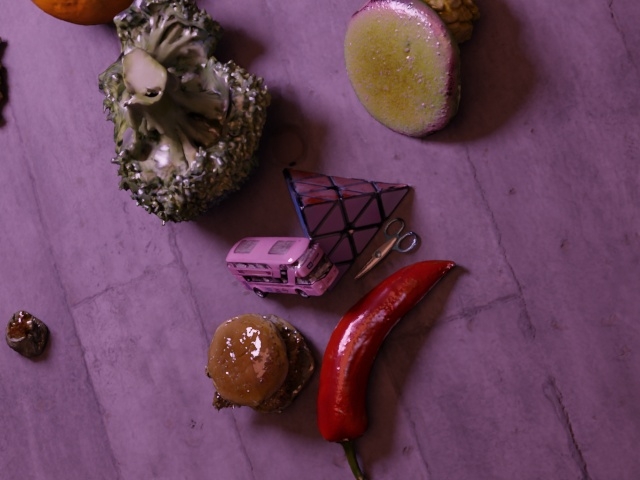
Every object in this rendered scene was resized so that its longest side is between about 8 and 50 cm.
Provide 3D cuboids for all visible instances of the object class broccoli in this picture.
[{"bbox_3d":[-0.203,-0.218,1.777,0.249,0.302,0.375,-1,79,-19],"label":"broccoli"}]

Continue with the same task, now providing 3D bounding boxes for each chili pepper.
[{"bbox_3d":[0.074,0.181,1.739,0.137,0.092,0.368,22,96,9],"label":"chili pepper"}]

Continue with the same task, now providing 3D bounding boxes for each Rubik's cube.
[{"bbox_3d":[0.000,0.000,1.757,0.211,0.190,0.178,9,106,24],"label":"Rubik's cube"}]

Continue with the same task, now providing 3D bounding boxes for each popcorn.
[{"bbox_3d":[0.184,-0.346,1.722,0.106,0.121,0.116,-8,82,6],"label":"popcorn"}]

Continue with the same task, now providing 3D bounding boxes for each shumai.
[{"bbox_3d":[-0.511,0.158,1.949,0.082,0.080,0.083,-13,84,20],"label":"shumai"}]

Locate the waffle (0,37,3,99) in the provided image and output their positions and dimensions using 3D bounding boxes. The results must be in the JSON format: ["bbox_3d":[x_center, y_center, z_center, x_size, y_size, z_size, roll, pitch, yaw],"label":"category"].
[{"bbox_3d":[-0.691,-0.261,2.058,0.282,0.058,0.300,32,98,19],"label":"waffle"}]

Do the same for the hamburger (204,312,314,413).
[{"bbox_3d":[-0.107,0.195,1.778,0.159,0.131,0.185,44,104,21],"label":"hamburger"}]

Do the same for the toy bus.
[{"bbox_3d":[-0.063,0.040,1.753,0.203,0.090,0.063,1,46,51],"label":"toy bus"}]

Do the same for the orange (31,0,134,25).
[{"bbox_3d":[-0.382,-0.481,1.865,0.261,0.261,0.261,-2,85,19],"label":"orange"}]

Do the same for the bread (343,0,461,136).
[{"bbox_3d":[0.118,-0.260,1.721,0.228,0.033,0.228,25,128,37],"label":"bread"}]

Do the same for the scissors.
[{"bbox_3d":[0.094,0.019,1.781,0.119,0.014,0.058,-43,69,8],"label":"scissors"}]
